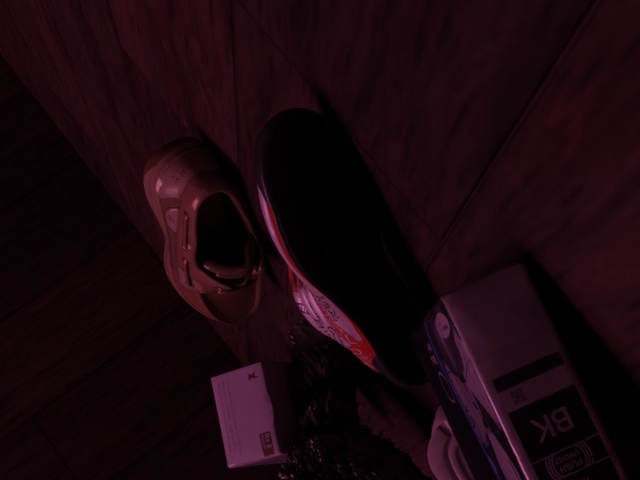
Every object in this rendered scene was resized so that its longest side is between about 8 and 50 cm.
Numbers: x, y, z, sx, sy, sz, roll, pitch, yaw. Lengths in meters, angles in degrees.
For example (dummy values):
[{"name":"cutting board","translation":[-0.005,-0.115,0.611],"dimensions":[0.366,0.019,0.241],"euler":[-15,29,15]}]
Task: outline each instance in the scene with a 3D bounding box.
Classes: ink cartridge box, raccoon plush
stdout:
[{"name":"ink cartridge box","translation":[0.159,0.187,0.672],"dimensions":[0.165,0.065,0.333],"euler":[99,147,-75]},{"name":"raccoon plush","translation":[0.099,0.251,1.136],"dimensions":[0.216,0.299,0.447],"euler":[26,-132,-57]}]

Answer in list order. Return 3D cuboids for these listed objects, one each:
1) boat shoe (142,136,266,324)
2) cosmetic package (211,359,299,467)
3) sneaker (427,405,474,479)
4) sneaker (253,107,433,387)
[{"name":"boat shoe","translation":[-0.132,0.020,1.338],"dimensions":[0.110,0.121,0.341],"euler":[46,165,34]},{"name":"cosmetic package","translation":[-0.038,0.221,1.340],"dimensions":[0.231,0.085,0.117],"euler":[17,-124,-60]},{"name":"sneaker","translation":[0.182,0.230,0.897],"dimensions":[0.235,0.090,0.095],"euler":[54,-174,0]},{"name":"sneaker","translation":[-0.001,0.001,0.874],"dimensions":[0.270,0.090,0.145],"euler":[57,165,-29]}]
